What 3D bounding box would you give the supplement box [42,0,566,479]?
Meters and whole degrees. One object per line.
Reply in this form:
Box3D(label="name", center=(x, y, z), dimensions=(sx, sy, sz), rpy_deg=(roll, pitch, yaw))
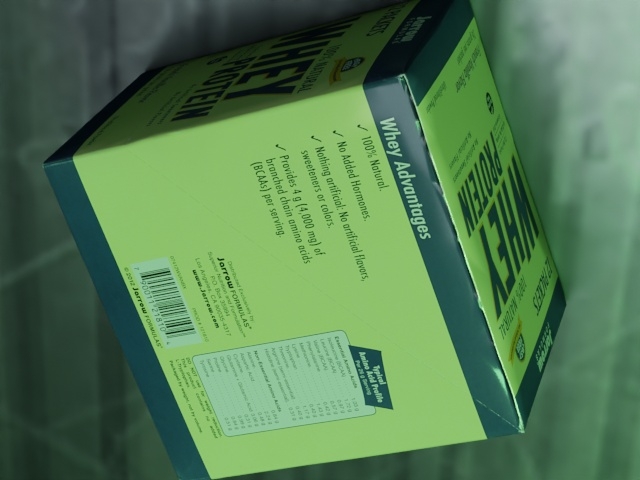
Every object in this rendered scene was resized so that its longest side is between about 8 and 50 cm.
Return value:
Box3D(label="supplement box", center=(0.000, 0.000, 0.348), dimensions=(0.083, 0.056, 0.083), rpy_deg=(-12, 112, 23))
